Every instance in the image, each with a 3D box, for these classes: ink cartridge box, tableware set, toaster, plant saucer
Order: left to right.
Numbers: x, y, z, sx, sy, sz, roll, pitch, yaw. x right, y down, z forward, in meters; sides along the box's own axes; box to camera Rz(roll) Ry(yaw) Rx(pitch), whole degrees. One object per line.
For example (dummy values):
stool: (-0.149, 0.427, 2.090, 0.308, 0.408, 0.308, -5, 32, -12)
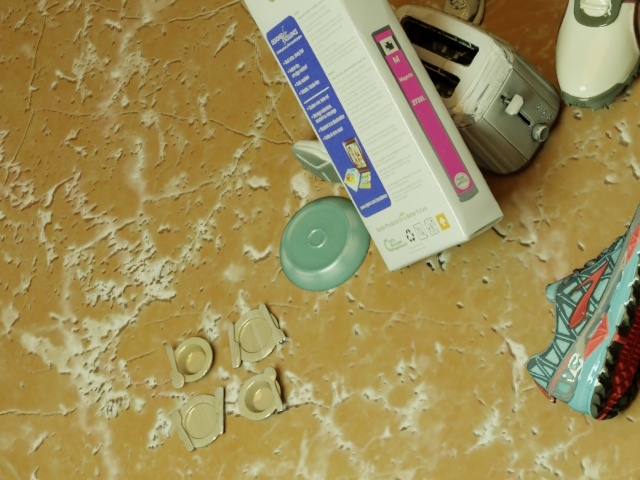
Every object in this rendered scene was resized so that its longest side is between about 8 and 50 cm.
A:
tableware set: (-0.109, 0.159, 2.035, 0.169, 0.020, 0.141, -24, 60, 18)
plant saucer: (0.000, 0.000, 2.040, 0.119, 0.021, 0.119, -11, 65, 24)
ink cartridge box: (0.048, -0.153, 1.890, 0.069, 0.176, 0.371, -32, 93, -28)
toaster: (0.147, -0.176, 1.957, 0.227, 0.146, 0.129, 31, 86, 35)

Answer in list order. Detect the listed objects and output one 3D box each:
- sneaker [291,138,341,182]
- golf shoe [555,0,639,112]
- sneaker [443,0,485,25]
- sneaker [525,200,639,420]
sneaker: (0.038, -0.100, 2.050, 0.152, 0.053, 0.061, 11, 60, 29)
golf shoe: (0.308, -0.279, 1.929, 0.105, 0.120, 0.272, 10, 76, 30)
sneaker: (0.166, -0.302, 2.054, 0.052, 0.058, 0.135, 9, 75, 32)
sneaker: (0.289, 0.046, 1.810, 0.125, 0.104, 0.261, 18, 79, 36)
